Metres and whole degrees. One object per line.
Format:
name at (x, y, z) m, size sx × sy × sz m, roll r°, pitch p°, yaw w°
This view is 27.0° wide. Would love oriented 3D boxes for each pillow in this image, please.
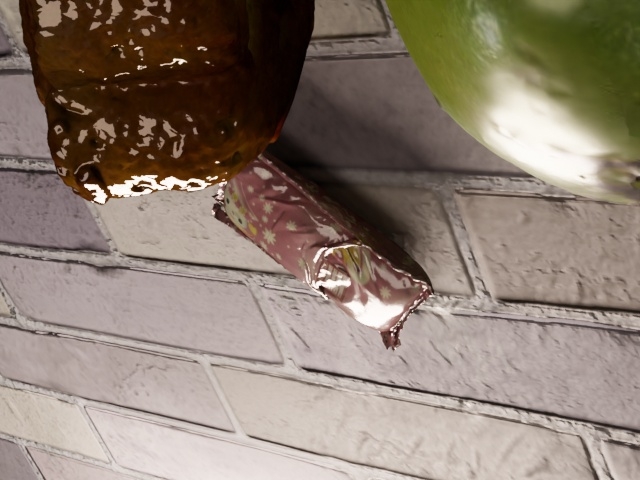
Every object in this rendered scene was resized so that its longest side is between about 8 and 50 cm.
pillow at (0.000, 0.000, 0.939) m, size 0.185 × 0.043 × 0.118 m, roll 41°, pitch 151°, yaw 13°

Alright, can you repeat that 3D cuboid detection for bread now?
bread at (-0.083, -0.143, 0.707) m, size 0.135 × 0.246 × 0.232 m, roll 4°, pitch 142°, yaw 13°

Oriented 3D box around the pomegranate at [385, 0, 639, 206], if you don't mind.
pomegranate at (0.110, -0.144, 0.502) m, size 0.341 × 0.260 × 0.260 m, roll 20°, pitch 138°, yaw 34°
